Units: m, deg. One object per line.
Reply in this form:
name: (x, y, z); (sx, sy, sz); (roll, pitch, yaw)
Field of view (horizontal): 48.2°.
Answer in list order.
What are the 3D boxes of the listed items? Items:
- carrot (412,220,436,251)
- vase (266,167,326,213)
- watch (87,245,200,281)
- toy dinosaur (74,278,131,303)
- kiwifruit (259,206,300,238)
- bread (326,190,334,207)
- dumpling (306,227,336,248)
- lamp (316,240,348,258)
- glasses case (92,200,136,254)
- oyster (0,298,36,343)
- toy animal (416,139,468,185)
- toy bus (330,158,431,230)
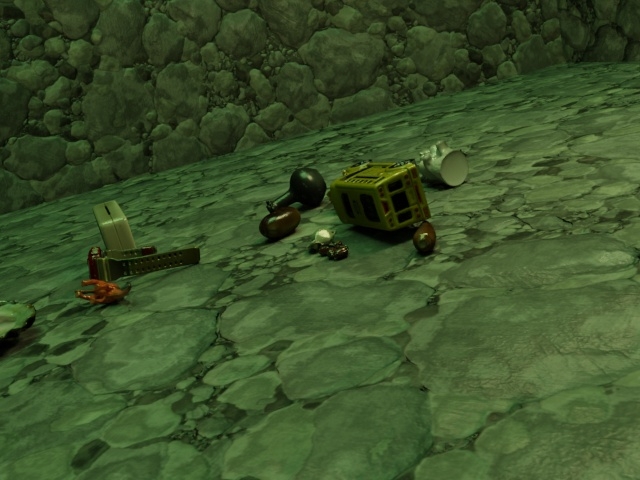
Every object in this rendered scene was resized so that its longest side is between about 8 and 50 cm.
carrot: (0.230, -0.019, 1.566); (0.048, 0.048, 0.216); (-10, 12, 12)
vase: (-0.075, -0.135, 2.085); (0.182, 0.120, 0.120); (-31, 20, -10)
watch: (-0.454, 0.050, 1.819); (0.268, 0.102, 0.165); (-10, 11, -23)
toy dinosaur: (-0.523, 0.120, 1.685); (0.279, 0.056, 0.101); (3, -4, 41)
kiwifruit: (-0.105, -0.046, 1.866); (0.075, 0.075, 0.124); (4, 29, 46)
bread: (0.115, -0.144, 1.990); (0.113, 0.084, 0.211); (-6, 17, 41)
dumpling: (0.002, 0.002, 1.688); (0.052, 0.057, 0.076); (23, 51, 1)
lamp: (0.031, 0.021, 1.609); (0.063, 0.031, 0.083); (-19, 21, -14)
glasses case: (-0.591, -0.022, 2.057); (0.076, 0.144, 0.336); (-20, 18, -16)
oyster: (-0.740, 0.197, 1.563); (0.259, 0.092, 0.198); (4, 22, 24)
toy animal: (0.311, -0.221, 2.022); (0.104, 0.130, 0.220); (-60, 25, -4)
toy bus: (0.128, -0.109, 1.720); (0.151, 0.145, 0.331); (-24, 13, -18)
